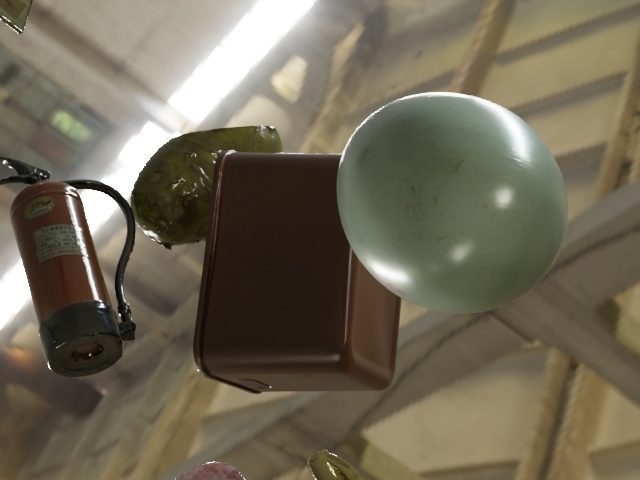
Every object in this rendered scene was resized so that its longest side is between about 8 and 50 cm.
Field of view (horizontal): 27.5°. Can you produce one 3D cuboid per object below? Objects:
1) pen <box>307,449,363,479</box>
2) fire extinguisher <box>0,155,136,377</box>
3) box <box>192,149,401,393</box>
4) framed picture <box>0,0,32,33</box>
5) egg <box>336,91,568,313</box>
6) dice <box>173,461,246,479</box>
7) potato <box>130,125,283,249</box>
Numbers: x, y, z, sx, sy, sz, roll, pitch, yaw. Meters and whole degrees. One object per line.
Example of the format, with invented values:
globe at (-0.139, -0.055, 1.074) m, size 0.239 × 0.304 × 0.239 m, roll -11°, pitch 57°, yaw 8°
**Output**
pen at (0.065, 0.290, 1.221) m, size 0.040 × 0.233 × 0.032 m, roll -34°, pitch -176°, yaw 28°
fire extinguisher at (-0.370, 0.025, 1.971) m, size 0.113 × 0.200 × 0.376 m, roll -42°, pitch -126°, yaw 28°
box at (-0.018, 0.050, 1.917) m, size 0.229 × 0.239 × 0.339 m, roll 0°, pitch -105°, yaw 22°
framed picture at (-0.492, -0.430, 2.021) m, size 0.010 × 0.136 × 0.200 m, roll -24°, pitch -136°, yaw 34°
egg at (0.133, -0.047, 1.420) m, size 0.230 × 0.230 × 0.371 m, roll -54°, pitch -161°, yaw 3°
dice at (-0.124, 0.316, 1.495) m, size 0.093 × 0.091 × 0.094 m, roll 50°, pitch -31°, yaw 37°
potato at (-0.184, -0.101, 2.143) m, size 0.298 × 0.176 × 0.141 m, roll -34°, pitch -174°, yaw -33°
